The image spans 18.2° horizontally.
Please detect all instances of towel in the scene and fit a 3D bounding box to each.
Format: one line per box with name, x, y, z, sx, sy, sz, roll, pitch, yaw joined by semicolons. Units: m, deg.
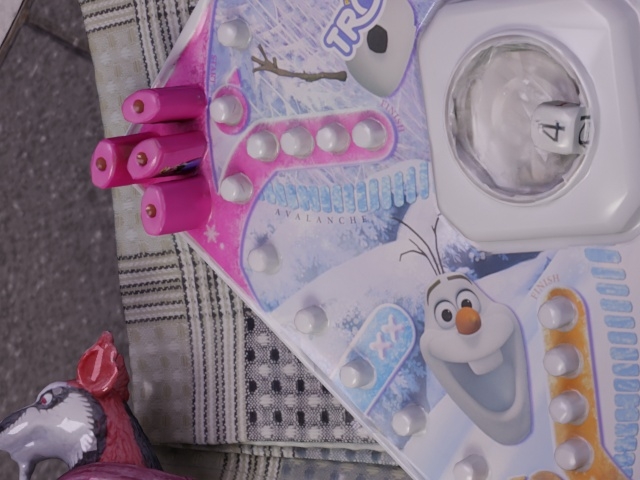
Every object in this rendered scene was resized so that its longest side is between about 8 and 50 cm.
towel;0.000;0.000;1.071;0.312;0.056;0.324;0;100;35

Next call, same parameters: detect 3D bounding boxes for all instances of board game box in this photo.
board game box;0.092;-0.057;0.936;0.390;0.050;0.390;45;122;22

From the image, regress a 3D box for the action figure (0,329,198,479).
action figure;-0.124;0.231;1.048;0.275;0.248;0.370;2;81;35
